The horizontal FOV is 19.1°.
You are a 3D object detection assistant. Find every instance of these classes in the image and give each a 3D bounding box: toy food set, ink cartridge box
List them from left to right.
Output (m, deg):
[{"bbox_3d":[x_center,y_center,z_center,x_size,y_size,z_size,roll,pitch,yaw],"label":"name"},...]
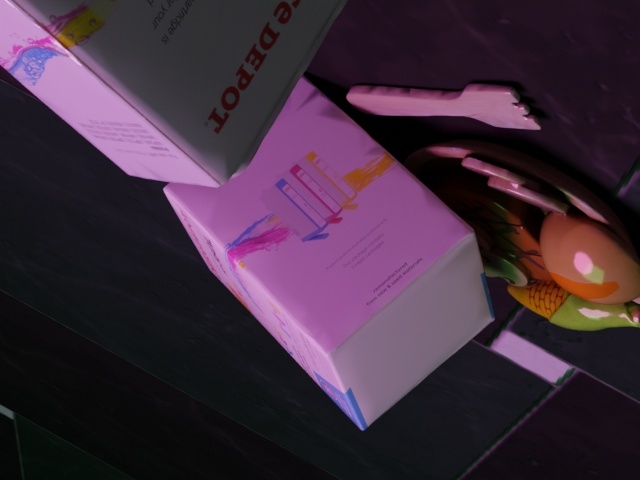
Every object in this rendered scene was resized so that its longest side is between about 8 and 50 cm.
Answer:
[{"bbox_3d":[-0.079,-0.120,0.702,0.072,0.127,0.175,7,151,51],"label":"ink cartridge box"},{"bbox_3d":[0.000,0.000,0.908,0.143,0.090,0.092,44,169,29],"label":"ink cartridge box"},{"bbox_3d":[0.093,-0.002,0.893,0.132,0.038,0.192,7,151,49],"label":"toy food set"}]
